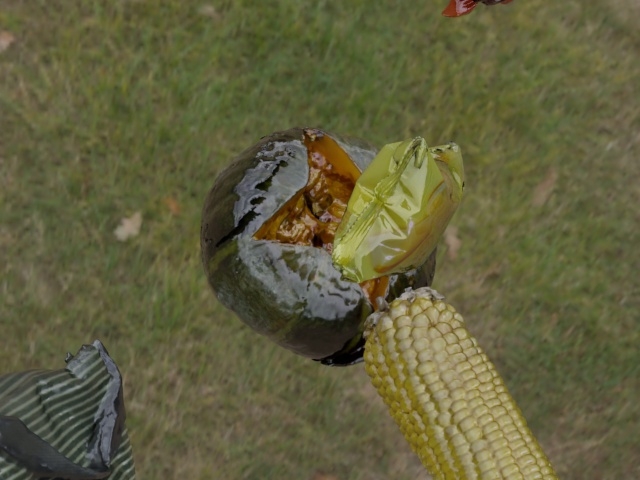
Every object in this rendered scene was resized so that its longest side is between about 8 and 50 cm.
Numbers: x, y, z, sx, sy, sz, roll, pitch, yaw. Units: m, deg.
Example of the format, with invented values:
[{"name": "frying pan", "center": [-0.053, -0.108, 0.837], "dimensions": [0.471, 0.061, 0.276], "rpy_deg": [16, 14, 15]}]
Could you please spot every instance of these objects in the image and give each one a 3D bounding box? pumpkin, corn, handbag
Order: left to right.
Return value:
[{"name": "handbag", "center": [-0.269, 0.216, 1.016], "dimensions": [0.247, 0.340, 0.240], "rpy_deg": [-7, 98, 13]}, {"name": "pumpkin", "center": [0.000, 0.000, 1.758], "dimensions": [0.320, 0.192, 0.320], "rpy_deg": [10, 64, -21]}, {"name": "corn", "center": [0.137, 0.179, 1.211], "dimensions": [0.106, 0.106, 0.305], "rpy_deg": [-17, 61, -27]}]

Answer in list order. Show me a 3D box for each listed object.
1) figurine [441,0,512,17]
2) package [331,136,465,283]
[{"name": "figurine", "center": [0.160, -0.323, 1.366], "dimensions": [0.183, 0.226, 0.160], "rpy_deg": [-27, 47, -26]}, {"name": "package", "center": [0.082, -0.029, 1.391], "dimensions": [0.090, 0.168, 0.226], "rpy_deg": [32, 11, 16]}]
